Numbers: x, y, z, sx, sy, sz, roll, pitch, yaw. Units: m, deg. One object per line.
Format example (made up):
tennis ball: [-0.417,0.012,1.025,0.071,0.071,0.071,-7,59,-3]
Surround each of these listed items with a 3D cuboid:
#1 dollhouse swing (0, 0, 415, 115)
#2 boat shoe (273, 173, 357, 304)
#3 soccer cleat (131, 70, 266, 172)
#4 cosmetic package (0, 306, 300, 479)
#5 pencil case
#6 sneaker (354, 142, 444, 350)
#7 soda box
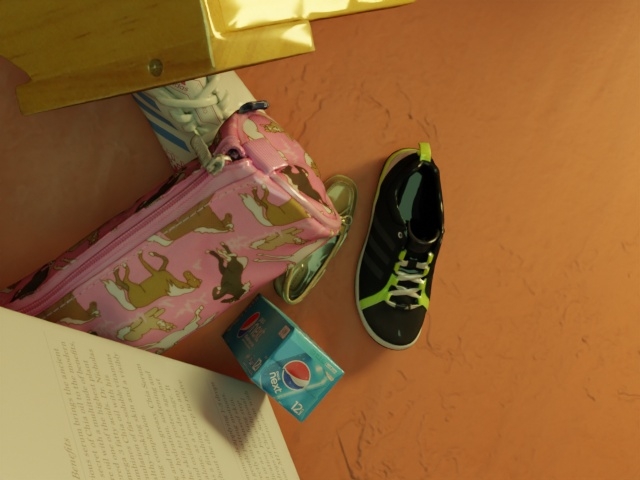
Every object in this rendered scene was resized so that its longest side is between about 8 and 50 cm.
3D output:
dollhouse swing: [-0.116,-0.328,1.101,0.315,0.305,0.347,-8,100,32]
boat shoe: [-0.002,0.000,1.315,0.056,0.048,0.153,31,90,-13]
soccer cleat: [-0.125,-0.132,1.225,0.116,0.143,0.331,-38,103,-4]
cosmetic package: [-0.202,0.225,1.081,0.161,0.230,0.453,-37,146,19]
pencil case: [-0.170,0.029,1.179,0.386,0.160,0.167,-35,110,15]
sneaker: [0.089,0.009,1.309,0.084,0.097,0.235,2,97,-11]
soda box: [-0.043,0.116,1.238,0.071,0.210,0.067,42,88,-14]
